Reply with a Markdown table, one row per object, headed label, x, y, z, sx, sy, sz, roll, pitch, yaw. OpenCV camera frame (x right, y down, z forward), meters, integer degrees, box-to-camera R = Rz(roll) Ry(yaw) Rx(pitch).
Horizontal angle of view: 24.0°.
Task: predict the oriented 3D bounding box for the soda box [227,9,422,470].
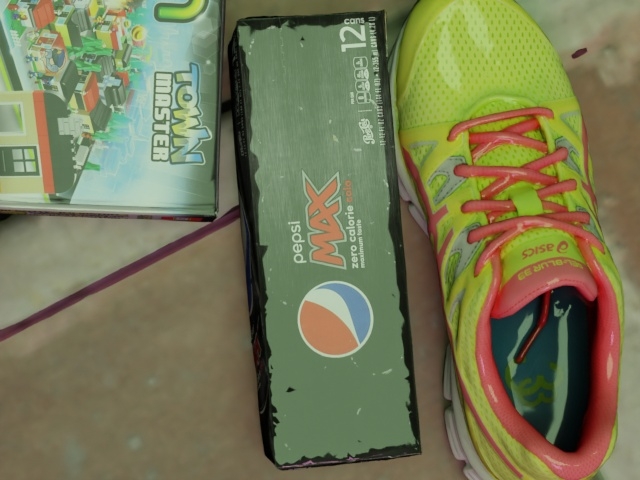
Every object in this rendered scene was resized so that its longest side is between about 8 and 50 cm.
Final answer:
| label | x | y | z | sx | sy | sz | roll | pitch | yaw |
| --- | --- | --- | --- | --- | --- | --- | --- | --- | --- |
| soda box | 0.000 | 0.000 | 0.578 | 0.060 | 0.053 | 0.169 | -5 | 87 | -7 |

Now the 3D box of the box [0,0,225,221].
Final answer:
| label | x | y | z | sx | sy | sz | roll | pitch | yaw |
| --- | --- | --- | --- | --- | --- | --- | --- | --- | --- |
| box | -0.092 | -0.113 | 0.581 | 0.114 | 0.036 | 0.207 | 2 | 87 | -7 |

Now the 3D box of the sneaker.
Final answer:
| label | x | y | z | sx | sy | sz | roll | pitch | yaw |
| --- | --- | --- | --- | --- | --- | --- | --- | --- | --- |
| sneaker | 0.078 | -0.002 | 0.568 | 0.081 | 0.094 | 0.208 | -12 | 87 | -6 |
